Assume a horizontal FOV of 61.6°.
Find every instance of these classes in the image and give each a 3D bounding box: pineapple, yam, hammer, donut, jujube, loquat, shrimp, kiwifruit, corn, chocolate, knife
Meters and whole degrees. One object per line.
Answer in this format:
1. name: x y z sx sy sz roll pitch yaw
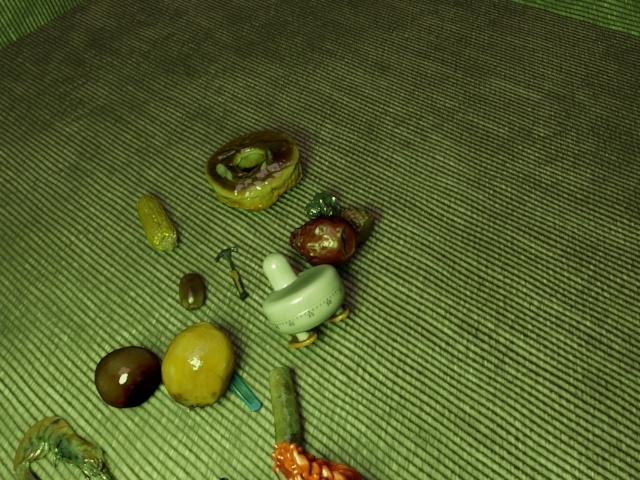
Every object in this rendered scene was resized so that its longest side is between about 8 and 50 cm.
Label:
1. pineapple: 0.055 -0.076 1.706 0.237 0.111 0.119 25 32 29
2. yam: -0.083 0.463 1.334 0.071 0.067 0.318 -30 51 22
3. hammer: -0.269 0.103 1.654 0.078 0.021 0.201 -21 53 -9
4. donut: -0.220 -0.229 1.827 0.329 0.160 0.330 -10 45 10
5. jujube: 0.000 0.000 1.597 0.236 0.168 0.168 6 47 50
6. loquat: -0.315 0.326 1.385 0.187 0.176 0.234 0 76 44
7. shrimp: -0.650 0.560 1.339 0.295 0.058 0.169 22 66 26
8. kiwifruit: -0.384 0.151 1.601 0.075 0.075 0.125 -13 49 -3
9. corn: -0.538 -0.058 1.759 0.097 0.097 0.262 -28 54 -14
10. chocolate: -0.515 0.350 1.414 0.176 0.177 0.177 -3 53 4
11. knife: -0.255 0.353 1.462 0.044 0.026 0.296 -31 55 -30

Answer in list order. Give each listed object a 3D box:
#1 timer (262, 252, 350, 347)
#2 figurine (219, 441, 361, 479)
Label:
1. timer: -0.056 0.138 1.467 0.233 0.233 0.240 -32 100 -17
2. figurine: -0.090 0.595 1.117 0.411 0.241 0.306 -23 93 -2
